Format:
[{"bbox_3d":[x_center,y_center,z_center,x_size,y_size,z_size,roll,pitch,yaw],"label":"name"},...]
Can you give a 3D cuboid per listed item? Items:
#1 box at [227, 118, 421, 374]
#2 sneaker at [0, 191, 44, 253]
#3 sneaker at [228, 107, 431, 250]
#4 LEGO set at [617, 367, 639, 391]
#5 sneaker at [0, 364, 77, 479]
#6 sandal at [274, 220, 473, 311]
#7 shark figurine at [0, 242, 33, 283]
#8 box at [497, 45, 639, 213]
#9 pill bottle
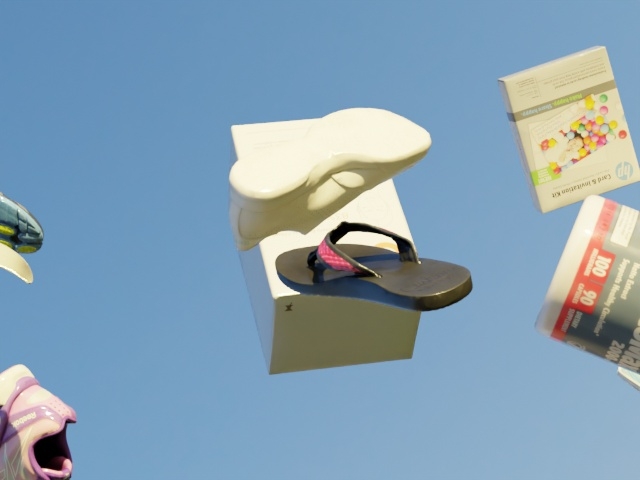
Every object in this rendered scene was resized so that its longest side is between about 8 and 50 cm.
[{"bbox_3d":[0.000,0.000,2.240,0.215,0.345,0.168,-5,-43,-11],"label":"box"},{"bbox_3d":[-0.417,-0.051,1.937,0.067,0.188,0.078,-62,-8,25],"label":"sneaker"},{"bbox_3d":[0.004,-0.051,1.404,0.212,0.080,0.094,-20,-43,-30],"label":"sneaker"},{"bbox_3d":[0.418,0.078,1.435,0.244,0.182,0.060,-50,-15,-13],"label":"LEGO set"},{"bbox_3d":[-0.323,0.257,1.694,0.095,0.104,0.236,-35,-36,-64],"label":"sneaker"},{"bbox_3d":[0.032,0.011,1.030,0.067,0.179,0.040,-27,-70,-30],"label":"sandal"},{"bbox_3d":[-0.399,0.044,1.500,0.278,0.166,0.116,-29,-25,-57],"label":"shark figurine"},{"bbox_3d":[0.328,-0.146,2.059,0.145,0.038,0.186,-18,-78,-5],"label":"box"},{"bbox_3d":[0.251,0.048,1.090,0.108,0.180,0.108,21,-90,-82],"label":"pill bottle"}]
